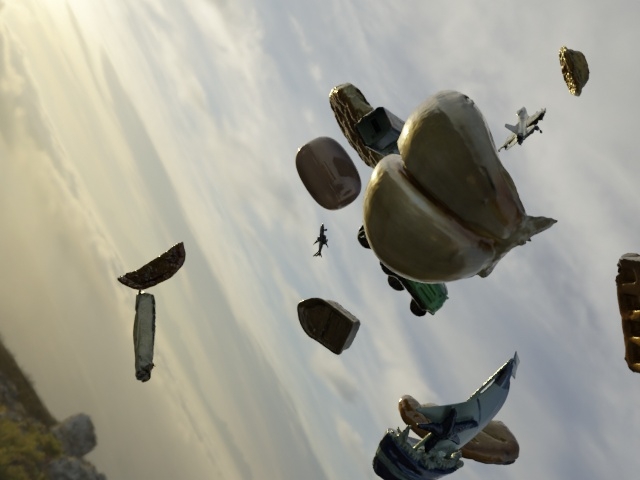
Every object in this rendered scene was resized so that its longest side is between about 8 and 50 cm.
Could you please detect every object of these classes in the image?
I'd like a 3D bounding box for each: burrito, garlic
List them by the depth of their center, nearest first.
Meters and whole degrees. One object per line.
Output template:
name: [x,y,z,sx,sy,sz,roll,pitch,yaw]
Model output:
garlic: [0.204,-0.090,1.145,0.313,0.249,0.286,59,-38,24]
burrito: [-0.346,0.184,1.356,0.041,0.045,0.185,-47,-140,45]

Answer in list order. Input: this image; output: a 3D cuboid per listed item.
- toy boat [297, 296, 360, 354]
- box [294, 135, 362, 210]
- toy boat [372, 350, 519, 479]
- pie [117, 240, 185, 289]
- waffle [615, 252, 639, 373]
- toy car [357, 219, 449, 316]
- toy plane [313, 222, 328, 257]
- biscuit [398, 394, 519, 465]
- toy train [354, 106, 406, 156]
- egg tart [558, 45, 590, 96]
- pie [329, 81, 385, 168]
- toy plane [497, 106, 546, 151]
toy boat: [0.018,0.224,1.909,0.188,0.116,0.061,33,17,31]
box: [0.021,-0.177,1.829,0.200,0.146,0.088,57,-6,2]
toy boat: [0.192,0.285,1.079,0.070,0.210,0.292,53,-51,42]
pie: [-0.412,0.080,1.718,0.088,0.191,0.033,61,0,43]
waffle: [0.592,0.126,1.057,0.327,0.098,0.224,-177,-104,-78]
toy car: [0.231,0.035,1.842,0.213,0.176,0.359,52,2,-30]
toy plane: [0.002,0.001,1.657,0.024,0.084,0.078,15,1,28]
biscuit: [0.328,0.454,1.645,0.154,0.299,0.045,-72,178,-66]
toy train: [0.220,-0.242,1.780,0.409,0.086,0.089,13,49,-60]
egg tart: [0.605,-0.407,1.644,0.129,0.049,0.129,-19,90,-79]
pie: [0.135,-0.388,2.367,0.339,0.083,0.339,58,-6,9]
toy plane: [0.524,-0.292,1.774,0.082,0.234,0.160,48,-55,2]
